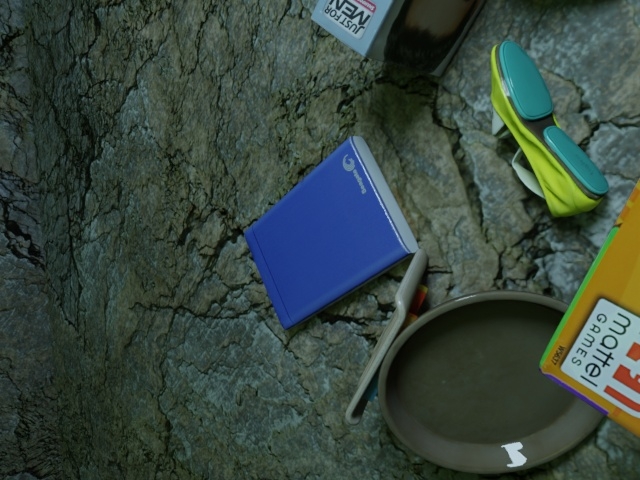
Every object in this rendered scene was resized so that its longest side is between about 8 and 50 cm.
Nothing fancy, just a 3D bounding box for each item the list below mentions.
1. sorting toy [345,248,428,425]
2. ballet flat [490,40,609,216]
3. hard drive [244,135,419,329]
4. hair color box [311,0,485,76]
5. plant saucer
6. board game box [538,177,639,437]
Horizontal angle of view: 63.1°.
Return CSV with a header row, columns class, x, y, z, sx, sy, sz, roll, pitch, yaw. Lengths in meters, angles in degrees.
class,x,y,z,sx,sy,sz,roll,pitch,yaw
sorting toy,0.104,0.134,0.736,0.038,0.193,0.208,24,115,11
ballet flat,0.254,-0.130,0.635,0.230,0.077,0.077,64,147,13
hard drive,0.000,0.000,0.903,0.319,0.040,0.210,-37,71,39
hair color box,0.157,-0.396,0.607,0.113,0.185,0.374,47,124,28
plant saucer,0.208,0.173,0.637,0.278,0.041,0.277,1,116,3
board game box,0.423,-0.009,0.296,0.356,0.356,0.356,33,116,34
